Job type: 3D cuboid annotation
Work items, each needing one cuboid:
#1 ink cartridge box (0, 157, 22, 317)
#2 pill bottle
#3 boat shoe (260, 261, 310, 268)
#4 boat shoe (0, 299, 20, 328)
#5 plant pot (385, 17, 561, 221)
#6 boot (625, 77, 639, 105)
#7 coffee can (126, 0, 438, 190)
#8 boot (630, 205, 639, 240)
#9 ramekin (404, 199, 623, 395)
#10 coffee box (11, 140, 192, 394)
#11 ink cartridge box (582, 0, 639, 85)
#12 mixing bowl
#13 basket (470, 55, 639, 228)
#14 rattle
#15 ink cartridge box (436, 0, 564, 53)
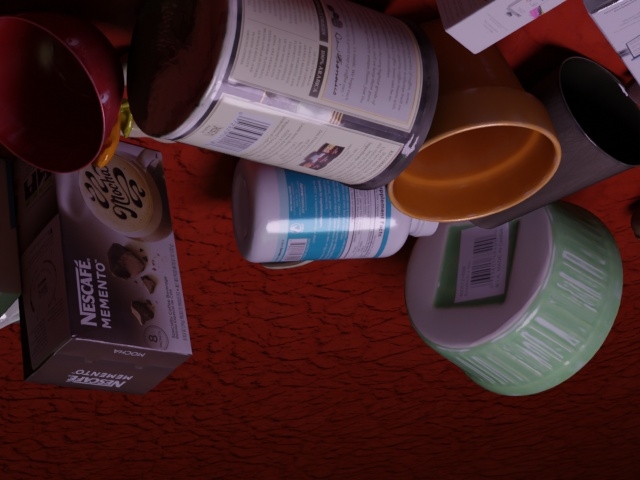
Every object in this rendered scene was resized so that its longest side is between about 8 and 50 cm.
[{"bbox_3d":[-0.520,0.033,1.535,0.197,0.198,0.270,10,145,-35],"label":"ink cartridge box"},{"bbox_3d":[0.022,-0.047,1.649,0.264,0.146,0.146,-2,150,-18],"label":"pill bottle"},{"bbox_3d":[0.000,0.000,1.813,0.190,0.068,0.072,-18,162,11],"label":"boat shoe"},{"bbox_3d":[-0.405,0.062,1.770,0.319,0.116,0.099,-15,-165,-7],"label":"boat shoe"},{"bbox_3d":[0.161,-0.153,1.467,0.205,0.188,0.205,-9,150,-5],"label":"plant pot"},{"bbox_3d":[0.539,-0.225,1.567,0.248,0.090,0.207,12,147,-10],"label":"boot"},{"bbox_3d":[-0.040,-0.179,1.334,0.275,0.201,0.201,12,143,-36],"label":"coffee can"},{"bbox_3d":[0.539,-0.100,1.831,0.115,0.112,0.305,29,145,-8],"label":"boot"},{"bbox_3d":[0.265,0.057,1.781,0.303,0.303,0.148,-31,138,31],"label":"ramekin"},{"bbox_3d":[-0.273,0.025,1.509,0.168,0.297,0.119,14,142,-38],"label":"coffee box"},{"bbox_3d":[0.341,-0.274,1.370,0.082,0.140,0.190,-27,148,23],"label":"ink cartridge box"},{"bbox_3d":[-0.278,-0.174,1.324,0.181,0.098,0.181,17,130,22],"label":"mixing bowl"},{"bbox_3d":[0.285,-0.118,1.626,0.204,0.154,0.227,8,150,-45],"label":"basket"},{"bbox_3d":[-0.178,-0.124,1.453,0.130,0.143,0.199,-41,137,13],"label":"rattle"},{"bbox_3d":[0.215,-0.300,1.303,0.198,0.115,0.067,-29,146,27],"label":"ink cartridge box"}]
